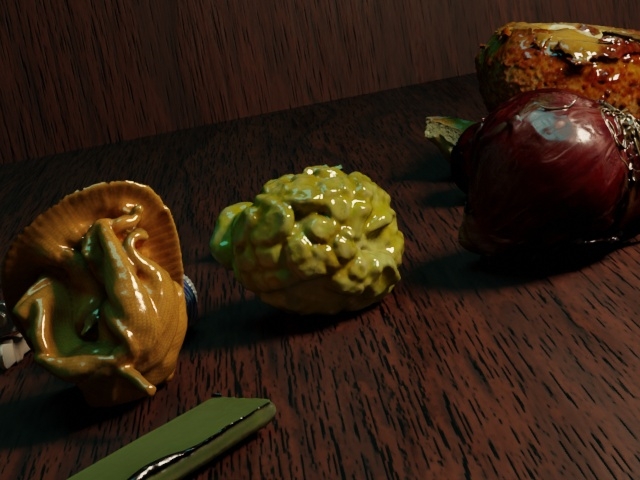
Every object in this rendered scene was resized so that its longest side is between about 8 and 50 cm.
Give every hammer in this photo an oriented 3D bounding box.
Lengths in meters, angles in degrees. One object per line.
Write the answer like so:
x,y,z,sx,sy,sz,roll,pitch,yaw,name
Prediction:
-0.412,0.087,2.072,0.111,0.043,0.365,-16,5,-1,hammer

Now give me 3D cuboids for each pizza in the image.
0.286,-0.149,2.563,0.188,0.080,0.204,26,21,31,pizza

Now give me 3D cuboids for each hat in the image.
-0.210,0.096,1.644,0.244,0.233,0.233,-49,36,8,hat

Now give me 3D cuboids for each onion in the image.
0.313,-0.082,1.927,0.281,0.281,0.221,-18,58,-29,onion

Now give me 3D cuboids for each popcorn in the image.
-0.010,0.000,1.886,0.217,0.181,0.235,-3,6,37,popcorn

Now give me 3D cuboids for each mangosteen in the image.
0.270,-0.121,2.355,0.140,0.140,0.140,-10,13,2,mangosteen

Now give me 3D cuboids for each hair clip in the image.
-0.366,0.122,1.985,0.072,0.034,0.226,-5,13,32,hair clip

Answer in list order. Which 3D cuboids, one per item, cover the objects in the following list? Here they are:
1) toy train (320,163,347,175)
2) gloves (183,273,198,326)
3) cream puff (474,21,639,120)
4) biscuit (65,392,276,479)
-0.049,-0.040,2.321,0.157,0.105,0.253,-19,6,37,toy train
-0.213,0.074,1.884,0.097,0.119,0.229,-51,-4,15,gloves
0.415,-0.241,2.472,0.350,0.229,0.350,3,13,-1,cream puff
-0.164,0.213,1.403,0.099,0.038,0.322,-5,14,38,biscuit
